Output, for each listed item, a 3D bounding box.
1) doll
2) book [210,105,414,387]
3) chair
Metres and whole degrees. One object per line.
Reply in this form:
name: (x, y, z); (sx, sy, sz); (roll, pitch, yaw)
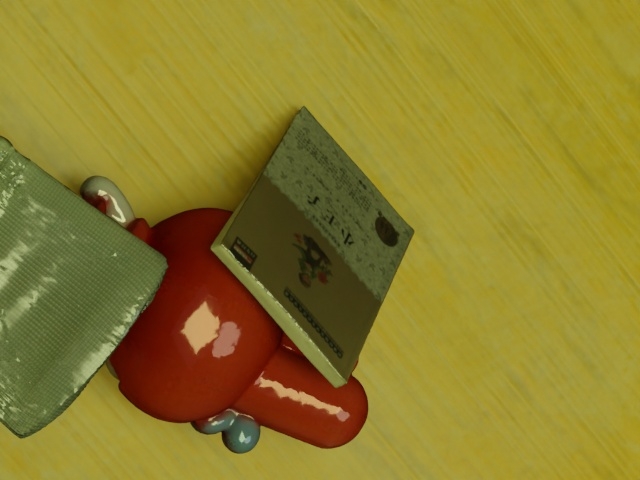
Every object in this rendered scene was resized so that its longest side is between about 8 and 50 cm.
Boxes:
doll: (-0.090, 0.055, 1.262); (0.290, 0.130, 0.161); (24, 72, -15)
book: (0.000, 0.000, 1.279); (0.138, 0.016, 0.199); (48, 35, -15)
chair: (-0.273, -0.028, 1.171); (0.319, 0.186, 0.160); (40, 80, -11)
